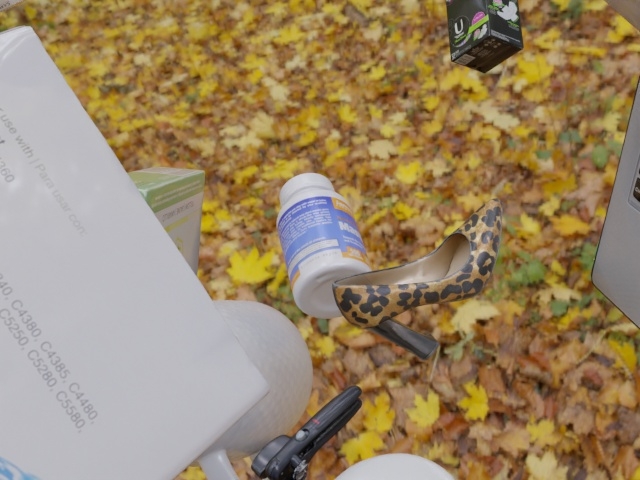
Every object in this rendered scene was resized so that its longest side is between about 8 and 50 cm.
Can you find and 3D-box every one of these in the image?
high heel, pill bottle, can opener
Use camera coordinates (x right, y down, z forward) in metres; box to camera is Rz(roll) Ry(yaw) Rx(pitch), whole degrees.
[{"bbox_3d":[0.140,0.022,1.127,0.261,0.186,0.093,-59,24,-1],"label":"high heel"},{"bbox_3d":[0.000,0.000,1.529,0.152,0.152,0.272,-14,48,-2],"label":"pill bottle"},{"bbox_3d":[-0.009,0.257,1.083,0.186,0.059,0.073,-37,58,-27],"label":"can opener"}]

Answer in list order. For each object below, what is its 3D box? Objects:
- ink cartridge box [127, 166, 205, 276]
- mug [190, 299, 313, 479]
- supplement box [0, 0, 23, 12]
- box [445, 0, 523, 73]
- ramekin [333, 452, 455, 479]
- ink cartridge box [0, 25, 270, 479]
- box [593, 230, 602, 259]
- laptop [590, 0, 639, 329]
[{"bbox_3d":[-0.143,0.064,0.637,0.056,0.235,0.171,5,10,4],"label":"ink cartridge box"},{"bbox_3d":[-0.166,0.280,1.342,0.276,0.328,0.374,-30,79,12],"label":"mug"},{"bbox_3d":[-0.432,-0.357,1.072,0.036,0.098,0.062,-18,23,20],"label":"supplement box"},{"bbox_3d":[0.175,-0.235,0.868,0.052,0.062,0.083,11,68,-31],"label":"box"},{"bbox_3d":[0.118,0.470,1.265,0.277,0.135,0.277,-12,37,9],"label":"ramekin"},{"bbox_3d":[-0.206,0.075,0.334,0.270,0.198,0.197,-37,96,-40],"label":"ink cartridge box"},{"bbox_3d":[0.562,0.007,1.356,0.179,0.105,0.043,11,12,-10],"label":"box"},{"bbox_3d":[0.244,-0.016,0.539,0.236,0.408,0.382,-9,34,-16],"label":"laptop"}]
